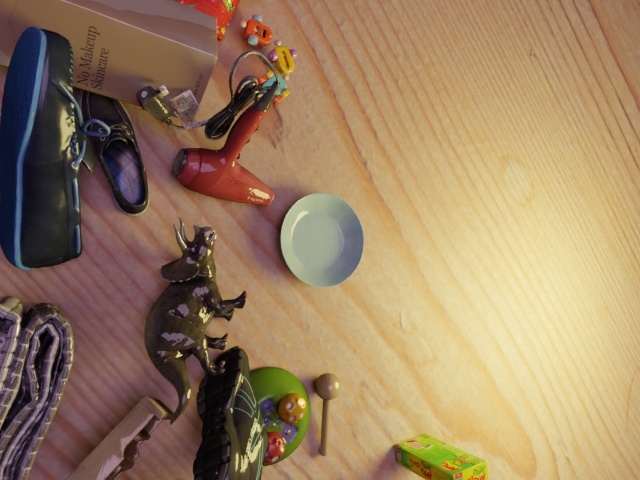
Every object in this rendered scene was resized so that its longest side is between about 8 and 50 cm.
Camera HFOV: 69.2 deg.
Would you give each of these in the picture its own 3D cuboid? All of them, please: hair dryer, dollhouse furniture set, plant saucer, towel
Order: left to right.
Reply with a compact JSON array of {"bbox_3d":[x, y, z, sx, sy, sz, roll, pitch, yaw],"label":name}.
[{"bbox_3d":[-0.415,0.221,0.607,0.121,0.235,0.283,18,79,-32],"label":"towel"},{"bbox_3d":[-0.233,0.385,0.710,0.242,0.212,0.161,39,69,8],"label":"dollhouse furniture set"},{"bbox_3d":[-0.152,-0.156,0.796,0.224,0.293,0.080,-14,51,5],"label":"hair dryer"},{"bbox_3d":[0.000,0.000,0.954,0.195,0.037,0.194,2,85,-29],"label":"plant saucer"}]

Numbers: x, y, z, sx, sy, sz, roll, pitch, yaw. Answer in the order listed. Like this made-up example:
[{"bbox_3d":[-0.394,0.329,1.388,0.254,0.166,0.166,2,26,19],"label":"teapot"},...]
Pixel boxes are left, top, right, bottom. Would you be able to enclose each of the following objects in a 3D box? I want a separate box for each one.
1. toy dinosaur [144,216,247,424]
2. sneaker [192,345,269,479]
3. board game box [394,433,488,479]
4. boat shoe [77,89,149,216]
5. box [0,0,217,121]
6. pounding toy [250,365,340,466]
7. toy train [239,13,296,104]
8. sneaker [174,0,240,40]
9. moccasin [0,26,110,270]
[{"bbox_3d":[-0.225,0.136,0.783,0.160,0.121,0.313,22,70,-18],"label":"toy dinosaur"},{"bbox_3d":[-0.145,0.302,0.774,0.106,0.101,0.267,44,25,-33],"label":"sneaker"},{"bbox_3d":[0.249,0.466,0.975,0.092,0.181,0.043,-5,89,-28],"label":"board game box"},{"bbox_3d":[-0.336,-0.152,0.761,0.080,0.076,0.228,-16,94,-28],"label":"boat shoe"},{"bbox_3d":[-0.330,-0.316,0.718,0.311,0.148,0.121,11,50,-26],"label":"box"},{"bbox_3d":[-0.058,0.336,0.860,0.237,0.110,0.182,9,83,-27],"label":"pounding toy"},{"bbox_3d":[-0.113,-0.346,0.911,0.125,0.046,0.166,11,79,-31],"label":"toy train"},{"bbox_3d":[-0.197,-0.436,0.860,0.279,0.107,0.118,-34,121,-23],"label":"sneaker"},{"bbox_3d":[-0.397,-0.127,0.687,0.117,0.138,0.342,-3,117,-48],"label":"moccasin"}]
